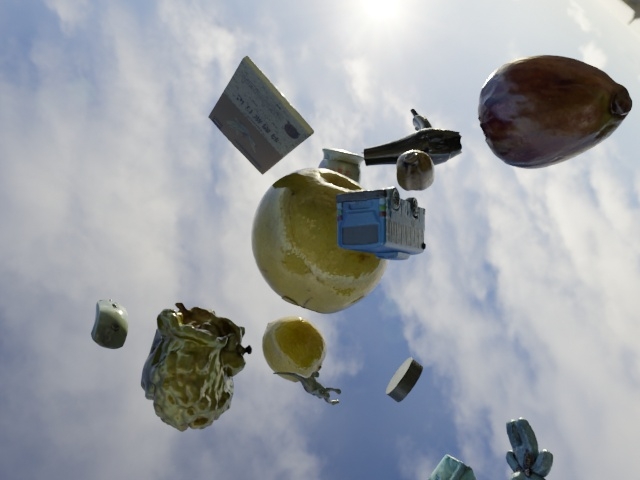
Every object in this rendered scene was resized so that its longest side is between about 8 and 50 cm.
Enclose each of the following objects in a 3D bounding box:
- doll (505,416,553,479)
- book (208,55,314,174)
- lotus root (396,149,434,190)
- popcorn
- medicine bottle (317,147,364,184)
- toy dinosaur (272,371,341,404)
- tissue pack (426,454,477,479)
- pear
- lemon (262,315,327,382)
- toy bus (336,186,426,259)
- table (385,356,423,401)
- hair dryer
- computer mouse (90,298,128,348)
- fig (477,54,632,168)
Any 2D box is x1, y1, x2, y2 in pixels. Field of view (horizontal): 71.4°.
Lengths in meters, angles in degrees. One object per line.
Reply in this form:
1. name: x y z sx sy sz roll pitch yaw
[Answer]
1. doll: 0.391 0.437 0.850 0.075 0.120 0.179 -2 -120 -20
2. book: -0.159 -0.288 1.096 0.217 0.310 0.021 46 -116 -13
3. lotus root: 0.179 -0.129 0.844 0.072 0.152 0.063 -7 -107 8
4. popcorn: -0.214 0.213 0.772 0.170 0.189 0.218 16 -176 -16
5. medicine bottle: 0.061 -0.218 1.431 0.147 0.142 0.147 12 -172 -2
6. toy dinosaur: -0.008 0.271 0.826 0.180 0.058 0.037 47 -144 -29
7. tissue pack: 0.258 0.639 0.988 0.263 0.089 0.177 -39 -65 -29
8. pear: 0.000 0.000 1.065 0.349 0.348 0.348 22 -137 -22
9. lemon: -0.078 0.305 1.280 0.203 0.178 0.178 39 -142 16
10. toy bus: 0.105 -0.023 0.733 0.185 0.090 0.106 10 -103 -57
11. table: 0.252 0.418 1.339 0.043 0.133 0.133 37 -141 8
12. hair dryer: 0.228 -0.267 1.137 0.271 0.236 0.091 -77 -23 -54
13. computer mouse: -0.350 0.131 0.749 0.056 0.032 0.110 26 -157 -36
14. fig: 0.449 -0.253 0.888 0.263 0.223 0.224 8 -140 11
